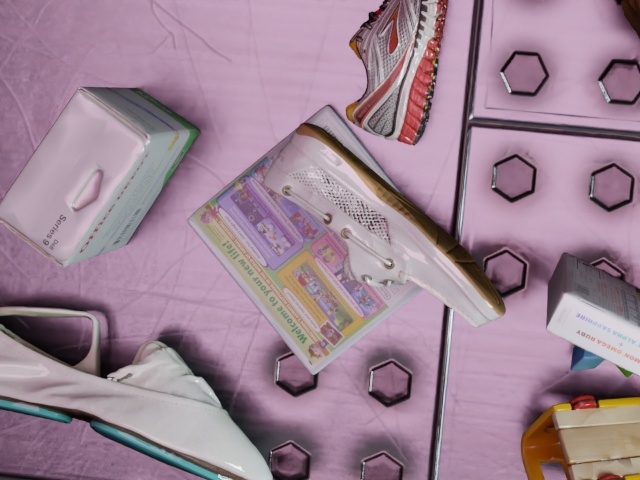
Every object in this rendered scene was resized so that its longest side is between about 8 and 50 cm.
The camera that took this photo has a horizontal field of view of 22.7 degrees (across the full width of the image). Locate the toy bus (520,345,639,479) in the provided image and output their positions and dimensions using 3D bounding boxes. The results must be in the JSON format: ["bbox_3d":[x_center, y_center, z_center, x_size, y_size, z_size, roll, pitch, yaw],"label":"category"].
[{"bbox_3d":[0.302,0.216,1.601,0.202,0.191,0.104,37,143,2],"label":"toy bus"}]

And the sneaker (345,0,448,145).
[{"bbox_3d":[0.076,-0.212,1.590,0.093,0.088,0.225,11,97,7],"label":"sneaker"}]

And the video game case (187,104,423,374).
[{"bbox_3d":[0.000,0.000,1.656,0.193,0.023,0.212,-39,92,9],"label":"video game case"}]

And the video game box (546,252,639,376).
[{"bbox_3d":[0.309,0.087,1.537,0.187,0.205,0.048,24,103,4],"label":"video game box"}]

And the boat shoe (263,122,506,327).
[{"bbox_3d":[0.061,0.003,1.592,0.277,0.098,0.096,42,100,9],"label":"boat shoe"}]

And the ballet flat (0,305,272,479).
[{"bbox_3d":[-0.228,0.147,1.657,0.400,0.139,0.139,17,98,6],"label":"ballet flat"}]

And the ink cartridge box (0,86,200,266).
[{"bbox_3d":[-0.216,-0.068,1.578,0.093,0.212,0.154,35,100,2],"label":"ink cartridge box"}]

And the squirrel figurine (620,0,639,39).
[{"bbox_3d":[0.489,-0.244,1.451,0.370,0.281,0.397,-40,93,3],"label":"squirrel figurine"}]
